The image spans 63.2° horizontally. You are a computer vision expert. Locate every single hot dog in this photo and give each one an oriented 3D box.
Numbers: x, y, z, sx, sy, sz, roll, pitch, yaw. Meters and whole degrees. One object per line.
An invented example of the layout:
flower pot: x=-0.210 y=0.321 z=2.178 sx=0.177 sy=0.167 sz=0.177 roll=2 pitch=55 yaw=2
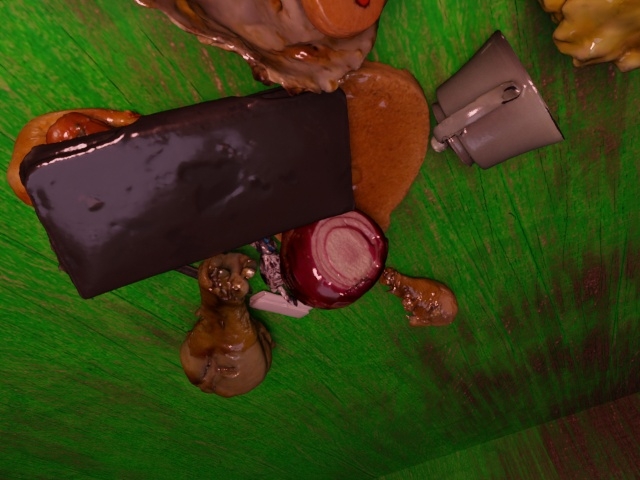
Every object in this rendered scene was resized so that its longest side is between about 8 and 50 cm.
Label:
hot dog: x=-0.251 y=-0.074 z=0.682 sx=0.153 sy=0.150 sz=0.256 roll=-22 pitch=140 yaw=27

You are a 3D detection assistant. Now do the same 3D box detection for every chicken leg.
chicken leg: x=-0.166 y=0.161 z=0.968 sx=0.201 sy=0.153 sz=0.429 roll=-8 pitch=140 yaw=-14
chicken leg: x=0.195 y=0.116 z=1.079 sx=0.207 sy=0.085 sz=0.101 roll=27 pitch=138 yaw=-28

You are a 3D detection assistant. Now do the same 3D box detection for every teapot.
teapot: x=0.207 y=-0.163 z=0.679 sx=0.149 sy=0.163 sz=0.239 roll=-30 pitch=-179 yaw=26

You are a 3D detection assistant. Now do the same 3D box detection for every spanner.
spanner: x=-0.228 y=0.059 z=0.936 sx=0.054 sy=0.015 sz=0.254 roll=-37 pitch=135 yaw=26

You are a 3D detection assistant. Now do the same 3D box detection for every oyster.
oyster: x=-0.050 y=-0.225 z=0.461 sx=0.396 sy=0.205 sz=0.110 roll=7 pitch=176 yaw=-45

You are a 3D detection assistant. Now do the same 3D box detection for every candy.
candy: x=-0.086 y=0.050 z=0.918 sx=0.051 sy=0.094 sz=0.226 roll=-28 pitch=147 yaw=-10

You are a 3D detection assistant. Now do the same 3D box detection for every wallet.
wallet: x=-0.132 y=-0.064 z=0.608 sx=0.377 sy=0.051 sz=0.197 roll=-20 pitch=129 yaw=-16
wallet: x=-0.077 y=0.129 z=1.047 sx=0.122 sy=0.025 sz=0.061 roll=19 pitch=142 yaw=-33

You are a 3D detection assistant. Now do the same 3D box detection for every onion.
onion: x=-0.007 y=0.008 z=0.765 sx=0.198 sy=0.173 sz=0.135 roll=45 pitch=140 yaw=3

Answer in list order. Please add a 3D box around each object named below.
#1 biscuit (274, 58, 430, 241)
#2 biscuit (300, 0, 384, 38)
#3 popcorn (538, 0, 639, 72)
biscuit: x=0.007 y=-0.110 z=0.771 sx=0.287 sy=0.057 sz=0.344 roll=-1 pitch=139 yaw=-14
biscuit: x=0.039 y=-0.294 z=0.444 sx=0.165 sy=0.250 sz=0.036 roll=19 pitch=171 yaw=-39
popcorn: x=0.332 y=-0.284 z=0.517 sx=0.249 sy=0.226 sz=0.249 roll=2 pitch=173 yaw=0
